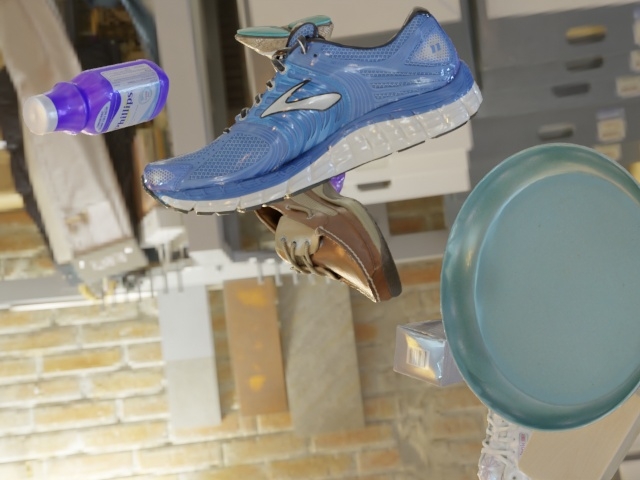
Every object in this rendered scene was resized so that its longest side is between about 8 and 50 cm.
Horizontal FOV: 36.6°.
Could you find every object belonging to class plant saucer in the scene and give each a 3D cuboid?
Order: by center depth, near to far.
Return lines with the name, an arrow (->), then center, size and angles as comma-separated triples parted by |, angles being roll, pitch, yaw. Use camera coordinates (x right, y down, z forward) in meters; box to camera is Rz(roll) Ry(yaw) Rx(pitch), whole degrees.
plant saucer -> 0.259, 0.052, 1.076 | 0.044, 0.317, 0.318 | 7, 165, -38

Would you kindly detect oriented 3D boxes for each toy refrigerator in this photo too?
toy refrigerator -> 0.339, 0.217, 1.194 | 0.094, 0.102, 0.269 | -35, 149, -33

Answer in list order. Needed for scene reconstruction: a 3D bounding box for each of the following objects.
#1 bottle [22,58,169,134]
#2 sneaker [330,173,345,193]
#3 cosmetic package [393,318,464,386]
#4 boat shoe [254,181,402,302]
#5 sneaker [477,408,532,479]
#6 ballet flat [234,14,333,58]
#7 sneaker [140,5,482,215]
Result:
bottle -> -0.396, -0.248, 1.725 | 0.283, 0.092, 0.118 | -26, 151, -51
sneaker -> -0.023, -0.113, 2.090 | 0.236, 0.095, 0.104 | -37, 170, -34
cosmetic package -> 0.268, 0.215, 1.932 | 0.127, 0.107, 0.238 | 12, -166, 42
boat shoe -> 0.000, 0.000, 1.314 | 0.120, 0.122, 0.324 | -29, -148, -10
sneaker -> 0.290, 0.286, 1.395 | 0.152, 0.305, 0.114 | -29, -160, -23
ballet flat -> -0.063, -0.365, 1.781 | 0.206, 0.067, 0.073 | -15, -146, -29
sneaker -> -0.022, -0.126, 0.929 | 0.330, 0.147, 0.130 | -23, -172, -1
